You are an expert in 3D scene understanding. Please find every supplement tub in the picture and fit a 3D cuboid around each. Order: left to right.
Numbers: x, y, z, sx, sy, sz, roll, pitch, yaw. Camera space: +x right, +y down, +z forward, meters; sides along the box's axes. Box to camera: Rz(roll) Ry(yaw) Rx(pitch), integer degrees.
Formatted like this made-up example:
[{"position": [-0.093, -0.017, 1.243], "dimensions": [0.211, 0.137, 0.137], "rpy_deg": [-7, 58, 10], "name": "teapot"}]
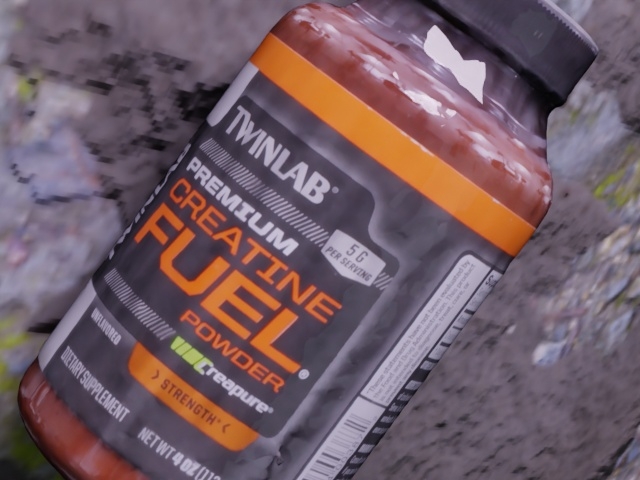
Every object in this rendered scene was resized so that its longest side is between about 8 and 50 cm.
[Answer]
[{"position": [0.000, 0.000, 0.510], "dimensions": [0.198, 0.106, 0.106], "rpy_deg": [-54, 141, 5], "name": "supplement tub"}]
